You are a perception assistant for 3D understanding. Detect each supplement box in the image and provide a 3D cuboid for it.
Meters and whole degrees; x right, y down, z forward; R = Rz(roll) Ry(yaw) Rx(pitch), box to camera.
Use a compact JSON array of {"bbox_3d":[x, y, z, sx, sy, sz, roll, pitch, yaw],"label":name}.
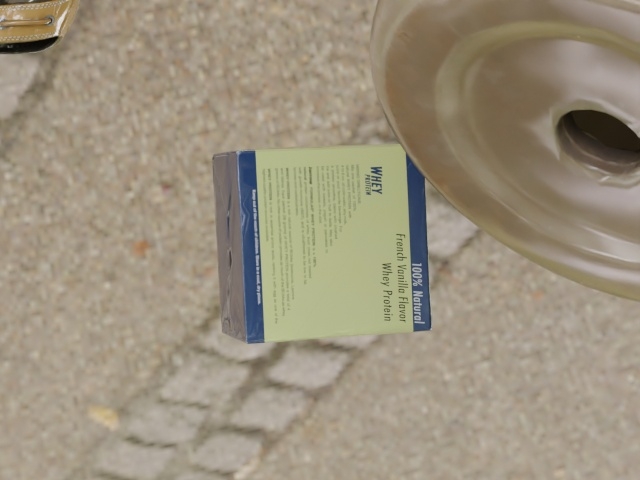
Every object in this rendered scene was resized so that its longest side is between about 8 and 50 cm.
[{"bbox_3d":[0.000,0.000,0.706,0.083,0.083,0.056,-4,-177,-14],"label":"supplement box"}]

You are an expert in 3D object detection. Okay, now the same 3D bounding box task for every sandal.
[{"bbox_3d":[-0.206,-0.144,1.066,0.219,0.060,0.090,-42,174,-1],"label":"sandal"}]

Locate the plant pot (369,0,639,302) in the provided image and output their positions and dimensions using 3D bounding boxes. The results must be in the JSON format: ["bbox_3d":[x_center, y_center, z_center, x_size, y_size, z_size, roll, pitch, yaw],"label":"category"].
[{"bbox_3d":[0.130,-0.107,0.506,0.263,0.229,0.263,24,151,14],"label":"plant pot"}]
